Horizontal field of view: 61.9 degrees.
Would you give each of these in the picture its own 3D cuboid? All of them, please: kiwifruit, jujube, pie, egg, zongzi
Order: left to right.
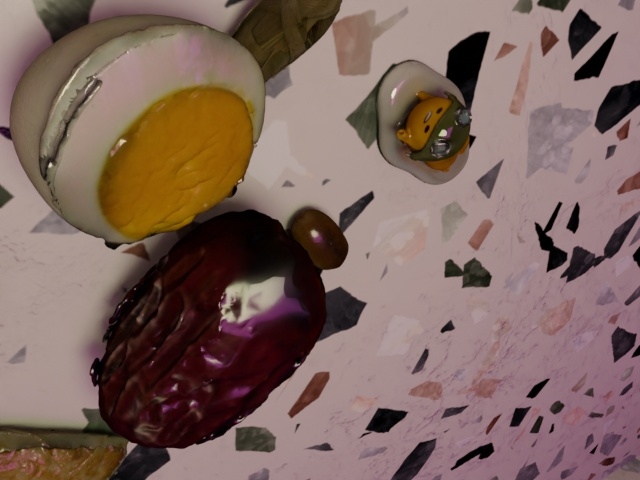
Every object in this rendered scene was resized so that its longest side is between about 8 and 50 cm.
[{"bbox_3d":[-0.441,0.352,0.842,0.282,0.068,0.129,22,107,-42],"label":"pie"},{"bbox_3d":[-0.205,-0.143,0.610,0.286,0.174,0.264,-21,143,-43],"label":"egg"},{"bbox_3d":[-0.149,0.124,0.762,0.376,0.258,0.258,-44,132,17],"label":"jujube"},{"bbox_3d":[-0.057,-0.233,0.627,0.189,0.178,0.081,-44,113,1],"label":"zongzi"},{"bbox_3d":[0.000,0.000,0.876,0.075,0.075,0.124,-40,127,-3],"label":"kiwifruit"}]

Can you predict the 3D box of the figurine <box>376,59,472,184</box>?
[{"bbox_3d":[0.203,-0.161,0.847,0.250,0.141,0.166,35,97,-40],"label":"figurine"}]
